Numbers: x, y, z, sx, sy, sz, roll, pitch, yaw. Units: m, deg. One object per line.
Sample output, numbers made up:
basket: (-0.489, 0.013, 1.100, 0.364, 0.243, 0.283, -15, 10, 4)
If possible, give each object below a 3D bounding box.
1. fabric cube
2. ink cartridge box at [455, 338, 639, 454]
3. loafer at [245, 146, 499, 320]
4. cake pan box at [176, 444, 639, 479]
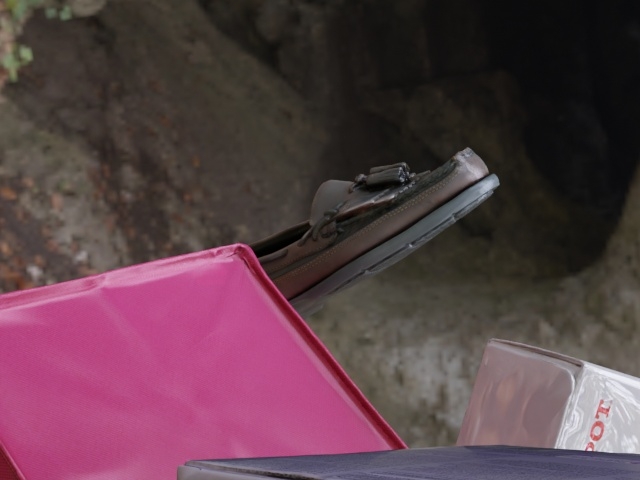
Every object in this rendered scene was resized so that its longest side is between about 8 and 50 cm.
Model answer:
fabric cube: (-0.116, 0.192, 0.890, 0.259, 0.258, 0.254, -11, 52, -45)
ink cartridge box: (0.232, 0.207, 1.107, 0.278, 0.117, 0.201, 18, 88, -32)
loafer: (0.000, 0.000, 1.026, 0.084, 0.267, 0.096, 58, 28, 4)
cake pan box: (0.102, 0.135, 0.662, 0.246, 0.267, 0.070, 8, 83, -46)
